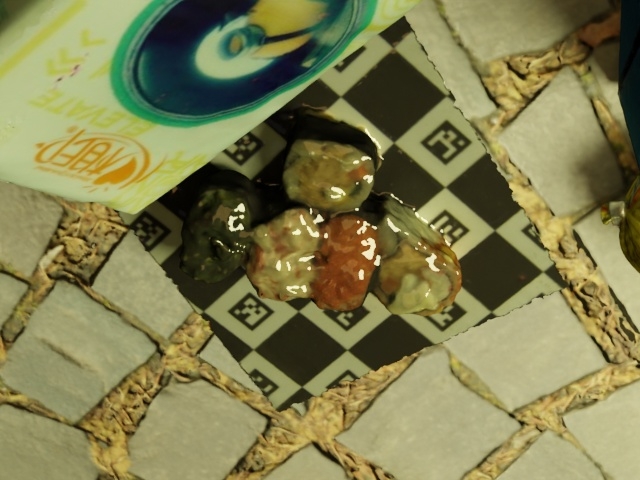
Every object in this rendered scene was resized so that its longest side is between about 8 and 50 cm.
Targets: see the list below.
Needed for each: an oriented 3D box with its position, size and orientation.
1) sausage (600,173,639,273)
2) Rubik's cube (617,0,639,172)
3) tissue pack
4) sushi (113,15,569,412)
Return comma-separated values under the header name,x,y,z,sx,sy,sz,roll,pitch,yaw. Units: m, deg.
name,x,y,z,sx,sy,sz,roll,pitch,yaw
sausage,0.401,0.011,1.187,0.347,0.123,0.123,14,123,-5
Rubik's cube,0.352,-0.158,1.005,0.255,0.260,0.259,-2,125,3
tissue pack,-0.105,-0.192,1.011,0.388,0.162,0.287,-35,154,24
sushi,0.000,0.000,1.243,0.320,0.068,0.339,-25,118,19
